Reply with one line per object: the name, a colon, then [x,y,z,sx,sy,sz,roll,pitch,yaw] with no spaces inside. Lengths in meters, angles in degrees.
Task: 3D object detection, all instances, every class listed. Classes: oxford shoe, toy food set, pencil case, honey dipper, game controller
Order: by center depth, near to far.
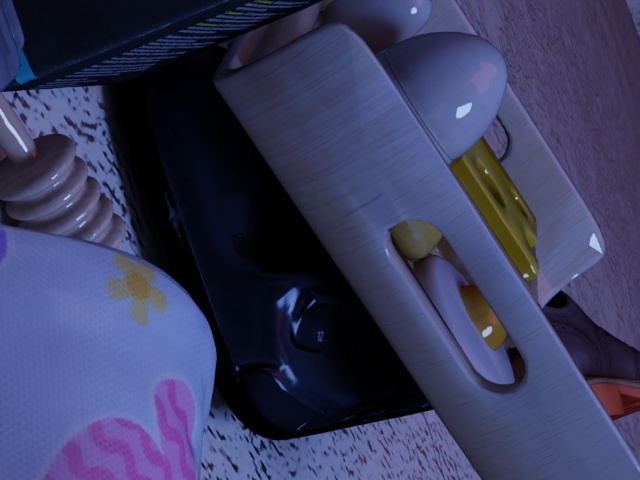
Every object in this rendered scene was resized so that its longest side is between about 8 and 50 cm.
pencil case: [-0.069,0.130,0.344,0.124,0.113,0.273,64,18,-57]
honey dipper: [-0.108,-0.056,0.534,0.030,0.030,0.161,-83,151,-52]
toy food set: [0.067,-0.028,0.761,0.220,0.092,0.306,55,16,-13]
game controller: [0.000,0.000,0.802,0.166,0.067,0.319,62,14,11]
oxford shoe: [0.164,0.074,1.175,0.098,0.097,0.271,70,16,9]

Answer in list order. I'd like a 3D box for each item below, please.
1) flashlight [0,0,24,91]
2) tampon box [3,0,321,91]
flashlight: [-0.152,-0.161,0.375,0.103,0.103,0.304,-39,115,-43]
tampon box: [-0.038,-0.131,0.585,0.101,0.161,0.120,-25,95,-73]
